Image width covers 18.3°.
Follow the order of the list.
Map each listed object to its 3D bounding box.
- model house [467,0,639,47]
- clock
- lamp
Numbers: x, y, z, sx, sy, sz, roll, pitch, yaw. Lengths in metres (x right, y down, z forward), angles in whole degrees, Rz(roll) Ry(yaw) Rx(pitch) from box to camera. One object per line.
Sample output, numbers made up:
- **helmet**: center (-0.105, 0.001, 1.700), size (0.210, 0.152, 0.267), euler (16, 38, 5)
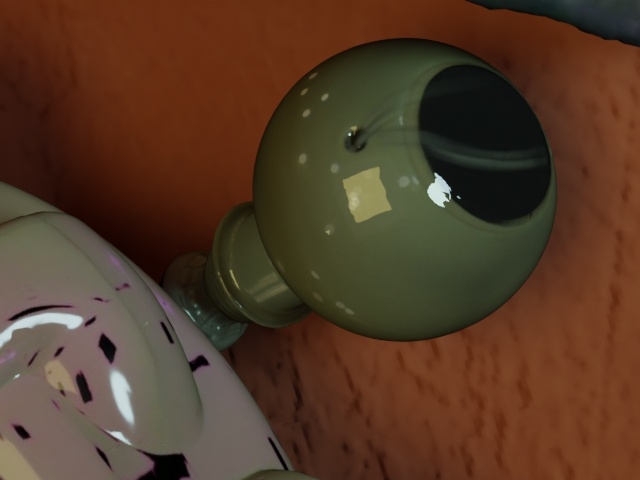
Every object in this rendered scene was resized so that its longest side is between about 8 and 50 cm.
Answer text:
- **model house**: center (0.073, -0.248, 0.512), size (0.271, 0.190, 0.301), euler (-47, 56, 31)
- **clock**: center (-0.129, 0.108, 0.671), size (0.309, 0.114, 0.284), euler (38, 124, 22)
- **lamp**: center (0.000, 0.000, 0.624), size (0.163, 0.091, 0.091), euler (-31, 79, 46)
